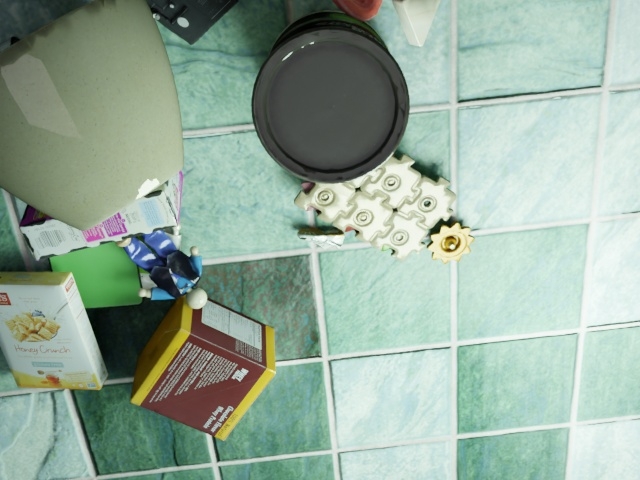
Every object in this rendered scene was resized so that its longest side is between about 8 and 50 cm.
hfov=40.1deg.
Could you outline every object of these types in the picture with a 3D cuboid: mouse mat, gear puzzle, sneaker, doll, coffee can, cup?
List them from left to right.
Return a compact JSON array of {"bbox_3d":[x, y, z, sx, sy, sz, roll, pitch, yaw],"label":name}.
[{"bbox_3d":[-0.323,-0.154,1.200,0.331,0.331,0.237,-29,101,13],"label":"cup"},{"bbox_3d":[-0.391,0.040,1.514,0.153,0.007,0.189,-4,120,-3],"label":"mouse mat"},{"bbox_3d":[-0.265,0.049,1.499,0.129,0.046,0.189,-44,115,-4],"label":"doll"},{"bbox_3d":[0.000,0.000,1.532,0.083,0.032,0.037,4,121,-7],"label":"sneaker"},{"bbox_3d":[0.013,-0.212,1.237,0.202,0.275,0.201,0,109,0],"label":"coffee can"},{"bbox_3d":[0.133,-0.062,1.505,0.339,0.044,0.175,27,114,-23],"label":"gear puzzle"}]

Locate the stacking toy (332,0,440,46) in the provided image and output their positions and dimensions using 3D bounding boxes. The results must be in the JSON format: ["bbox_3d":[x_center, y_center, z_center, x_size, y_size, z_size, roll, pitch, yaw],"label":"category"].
[{"bbox_3d":[0.082,-0.442,1.199,0.279,0.130,0.308,29,88,-50],"label":"stacking toy"}]

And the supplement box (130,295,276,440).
[{"bbox_3d":[-0.211,0.227,1.598,0.194,0.129,0.191,27,116,-19],"label":"supplement box"}]

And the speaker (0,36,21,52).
[{"bbox_3d":[-0.504,-0.252,1.320,0.136,0.055,0.055,-26,120,11],"label":"speaker"}]

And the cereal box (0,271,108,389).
[{"bbox_3d":[-0.494,0.162,1.560,0.173,0.047,0.240,-1,124,14],"label":"cereal box"}]

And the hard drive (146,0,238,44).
[{"bbox_3d":[-0.242,-0.433,1.166,0.339,0.064,0.237,34,144,-23],"label":"hard drive"}]

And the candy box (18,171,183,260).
[{"bbox_3d":[-0.341,-0.063,1.390,0.234,0.159,0.071,-14,124,5],"label":"candy box"}]

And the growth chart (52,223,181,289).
[{"bbox_3d":[-0.357,0.036,1.532,0.237,0.021,0.171,-4,121,-3],"label":"growth chart"}]
